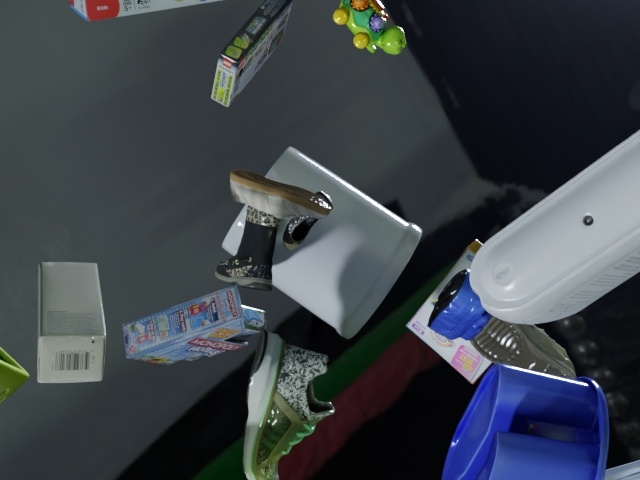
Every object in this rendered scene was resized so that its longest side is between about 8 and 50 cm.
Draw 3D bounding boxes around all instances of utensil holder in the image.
[{"bbox_3d":[0.000,0.000,2.120,0.328,0.385,0.327,-56,-179,1],"label":"utensil holder"}]

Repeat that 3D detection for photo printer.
[{"bbox_3d":[0.333,-0.006,1.036,0.307,0.107,0.256,-39,157,25],"label":"photo printer"}]

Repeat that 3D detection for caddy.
[{"bbox_3d":[0.280,0.324,1.164,0.241,0.179,0.341,-76,180,-47],"label":"caddy"}]

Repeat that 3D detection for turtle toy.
[{"bbox_3d":[0.080,-0.346,1.385,0.066,0.130,0.095,-39,-172,23],"label":"turtle toy"}]

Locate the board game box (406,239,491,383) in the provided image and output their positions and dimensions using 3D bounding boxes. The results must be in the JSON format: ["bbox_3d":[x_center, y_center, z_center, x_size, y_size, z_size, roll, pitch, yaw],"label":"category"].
[{"bbox_3d":[0.404,0.190,2.271,0.064,0.242,0.316,-33,161,-53],"label":"board game box"}]

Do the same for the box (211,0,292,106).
[{"bbox_3d":[-0.117,-0.338,1.506,0.207,0.036,0.114,-58,175,-35],"label":"box"}]

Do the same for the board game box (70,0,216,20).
[{"bbox_3d":[-0.252,-0.524,1.359,0.308,0.302,0.086,-17,-143,-25],"label":"board game box"}]

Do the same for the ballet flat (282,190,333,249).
[{"bbox_3d":[-0.031,-0.035,1.848,0.057,0.049,0.173,-4,143,-40],"label":"ballet flat"}]

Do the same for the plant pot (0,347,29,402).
[{"bbox_3d":[-0.762,0.259,1.716,0.207,0.227,0.228,-49,161,-12],"label":"plant pot"}]

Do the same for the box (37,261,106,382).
[{"bbox_3d":[-0.446,0.139,1.537,0.113,0.094,0.275,2,-156,-17],"label":"box"}]

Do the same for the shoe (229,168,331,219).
[{"bbox_3d":[-0.076,-0.072,1.567,0.219,0.058,0.076,22,-164,30],"label":"shoe"}]

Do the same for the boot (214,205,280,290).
[{"bbox_3d":[-0.156,0.014,1.914,0.085,0.179,0.236,10,180,-27],"label":"boot"}]

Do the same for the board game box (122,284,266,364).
[{"bbox_3d":[-0.174,0.139,1.372,0.194,0.060,0.194,-25,155,25],"label":"board game box"}]

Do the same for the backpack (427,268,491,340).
[{"bbox_3d":[0.269,0.116,1.600,0.098,0.101,0.120,-68,-176,-49],"label":"backpack"}]

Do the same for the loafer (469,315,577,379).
[{"bbox_3d":[0.387,0.202,1.699,0.102,0.268,0.092,-47,-173,28],"label":"loafer"}]

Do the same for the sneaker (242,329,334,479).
[{"bbox_3d":[-0.065,0.385,1.842,0.182,0.410,0.158,8,-148,4],"label":"sneaker"}]

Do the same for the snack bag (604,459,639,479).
[{"bbox_3d":[0.567,0.382,1.309,0.342,0.323,0.037,-19,-130,4],"label":"snack bag"}]
